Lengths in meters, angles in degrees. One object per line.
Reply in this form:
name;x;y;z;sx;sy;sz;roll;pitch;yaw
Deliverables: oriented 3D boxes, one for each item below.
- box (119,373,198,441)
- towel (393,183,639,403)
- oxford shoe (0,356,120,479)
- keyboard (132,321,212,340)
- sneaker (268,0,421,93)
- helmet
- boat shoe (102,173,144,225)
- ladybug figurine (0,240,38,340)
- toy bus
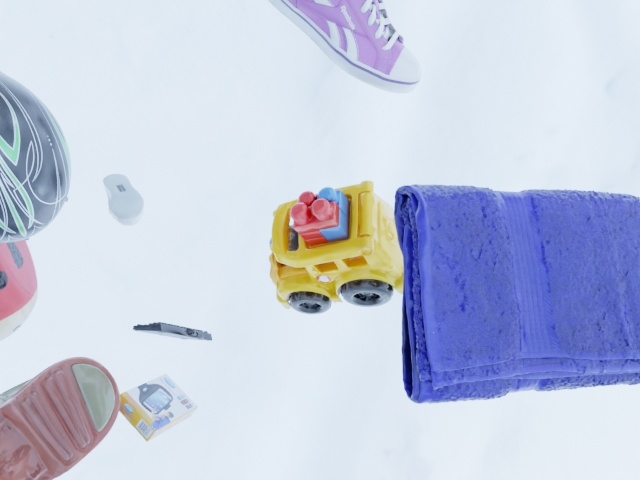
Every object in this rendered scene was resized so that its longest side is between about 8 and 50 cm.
box;-0.256;0.261;0.982;0.081;0.136;0.028;42;108;13
towel;0.232;0.051;0.657;0.308;0.076;0.227;0;82;-17
oxford shoe;-0.395;0.271;0.645;0.397;0.146;0.140;-32;96;-54
keyboard;-0.297;0.192;1.293;0.108;0.180;0.023;-1;76;24
sneaker;0.058;-0.337;0.866;0.282;0.161;0.102;35;45;-11
helmet;-0.339;-0.083;0.631;0.169;0.169;0.161;-33;59;-9
boat shoe;-0.456;-0.082;1.435;0.078;0.219;0.070;-12;125;-20
ladybug figurine;-0.730;0.022;1.288;0.162;0.305;0.449;-12;124;-1
toy bus;0.000;0.000;0.877;0.220;0.211;0.149;-12;59;25
